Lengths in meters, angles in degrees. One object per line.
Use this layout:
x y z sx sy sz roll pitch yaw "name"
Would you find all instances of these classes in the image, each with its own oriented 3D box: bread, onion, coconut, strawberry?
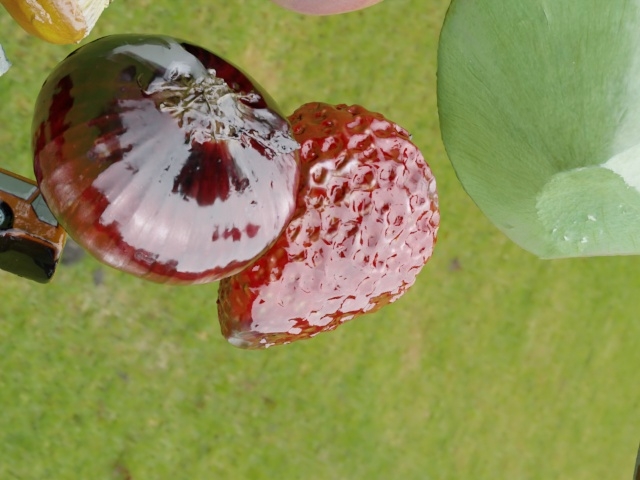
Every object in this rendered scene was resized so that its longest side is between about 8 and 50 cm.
-0.369 -0.351 1.956 0.190 0.132 0.114 54 53 -41 "bread"
-0.165 -0.069 1.454 0.273 0.273 0.285 -32 176 -40 "onion"
0.233 -0.127 1.116 0.328 0.281 0.328 -50 -177 3 "coconut"
0.011 -0.005 1.819 0.292 0.291 0.310 39 47 -54 "strawberry"

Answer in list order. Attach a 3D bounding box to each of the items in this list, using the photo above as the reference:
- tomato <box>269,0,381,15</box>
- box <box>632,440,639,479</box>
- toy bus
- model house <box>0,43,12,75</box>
0.006 -0.361 1.539 0.256 0.255 0.224 63 17 -48 "tomato"
0.336 0.208 1.306 0.035 0.177 0.115 9 96 -13 "box"
-0.467 -0.066 1.585 0.093 0.408 0.092 120 -10 -52 "toy bus"
-0.455 -0.244 1.902 0.066 0.078 0.083 -52 124 -37 "model house"
